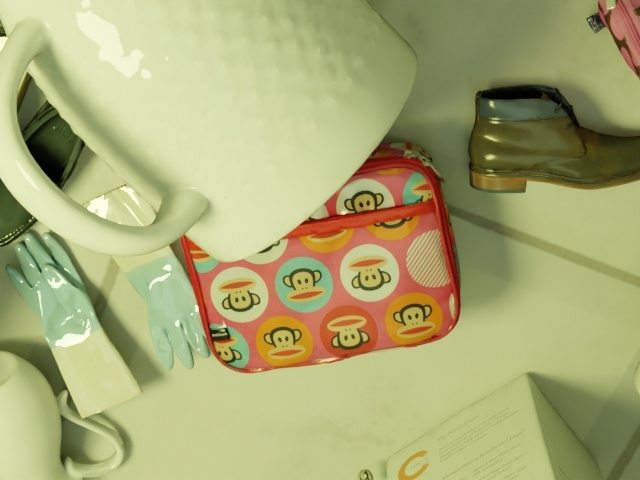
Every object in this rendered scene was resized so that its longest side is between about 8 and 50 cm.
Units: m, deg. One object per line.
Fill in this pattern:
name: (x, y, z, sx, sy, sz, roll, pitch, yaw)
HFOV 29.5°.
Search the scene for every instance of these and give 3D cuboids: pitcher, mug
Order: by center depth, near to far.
mug: (-0.141, -0.152, 1.074, 0.328, 0.374, 0.276, 43, 145, -20)
pitcher: (-0.340, 0.225, 1.447, 0.178, 0.125, 0.207, -22, 124, -11)

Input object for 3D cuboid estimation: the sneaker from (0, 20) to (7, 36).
sneaker: (-0.390, -0.262, 1.172, 0.286, 0.109, 0.130, -3, 95, -14)

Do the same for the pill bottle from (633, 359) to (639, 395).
pill bottle: (0.485, 0.034, 1.280, 0.204, 0.204, 0.361, 18, 112, -6)

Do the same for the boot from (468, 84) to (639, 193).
boot: (0.264, -0.114, 1.288, 0.219, 0.082, 0.106, -6, 116, 6)

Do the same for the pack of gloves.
pack of gloves: (-0.240, 0.066, 1.413, 0.195, 0.046, 0.232, -23, 101, 11)

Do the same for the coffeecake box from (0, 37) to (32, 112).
coffeecake box: (-0.400, -0.194, 1.277, 0.186, 0.068, 0.142, 25, 113, -9)

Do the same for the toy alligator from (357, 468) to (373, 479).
toy alligator: (0.065, 0.359, 1.524, 0.051, 0.056, 0.189, 5, 123, 45)

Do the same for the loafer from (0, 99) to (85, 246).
loafer: (-0.313, -0.079, 1.321, 0.076, 0.078, 0.223, 34, 111, -12)

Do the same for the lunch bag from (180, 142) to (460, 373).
lunch bag: (0.000, 0.000, 1.333, 0.293, 0.120, 0.258, -10, 109, 6)

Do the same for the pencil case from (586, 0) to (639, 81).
pencil case: (0.330, -0.190, 1.182, 0.095, 0.209, 0.098, -39, 122, 21)

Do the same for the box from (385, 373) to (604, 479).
box: (0.208, 0.342, 1.348, 0.215, 0.345, 0.168, -35, 109, 16)
